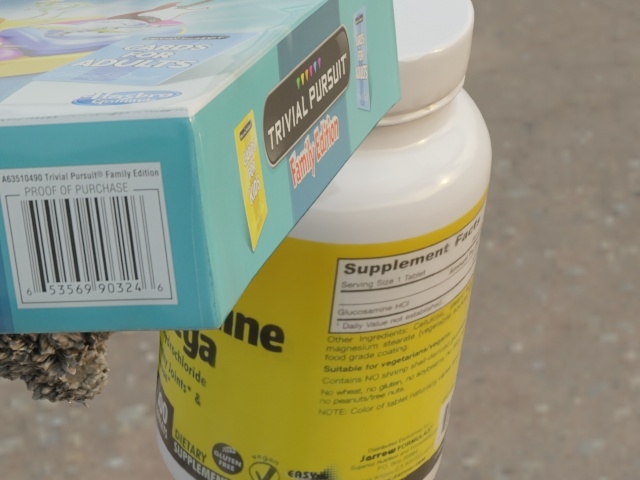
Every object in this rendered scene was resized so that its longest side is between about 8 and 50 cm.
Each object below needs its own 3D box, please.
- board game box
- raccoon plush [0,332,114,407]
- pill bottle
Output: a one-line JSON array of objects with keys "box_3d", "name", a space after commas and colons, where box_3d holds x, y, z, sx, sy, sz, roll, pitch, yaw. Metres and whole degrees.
[{"box_3d": [-0.123, -0.051, 0.817, 0.253, 0.079, 0.336, -2, 17, 13], "name": "board game box"}, {"box_3d": [-0.319, 0.093, 1.521, 0.216, 0.299, 0.446, -43, 13, 51], "name": "raccoon plush"}, {"box_3d": [0.000, 0.000, 1.194, 0.188, 0.334, 0.188, 4, 35, -3], "name": "pill bottle"}]
